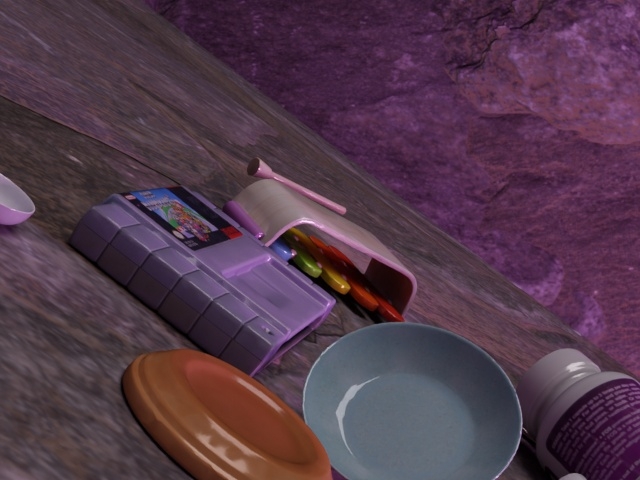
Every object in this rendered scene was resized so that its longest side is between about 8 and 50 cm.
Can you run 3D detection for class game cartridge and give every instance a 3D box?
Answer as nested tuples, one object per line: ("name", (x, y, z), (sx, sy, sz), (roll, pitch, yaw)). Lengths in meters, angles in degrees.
("game cartridge", (-0.110, 0.030, 1.363), (0.230, 0.068, 0.355), (42, 10, 5))

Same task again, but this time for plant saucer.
("plant saucer", (-0.065, 0.148, 1.021), (0.200, 0.037, 0.200), (36, 10, -8))
("plant saucer", (0.079, 0.157, 1.137), (0.195, 0.037, 0.195), (4, 47, -4))

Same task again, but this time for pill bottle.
("pill bottle", (0.375, 0.269, 1.595), (0.169, 0.169, 0.301), (27, 14, -45))

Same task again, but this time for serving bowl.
("serving bowl", (-0.293, -0.039, 1.128), (0.083, 0.027, 0.083), (35, 11, -8))

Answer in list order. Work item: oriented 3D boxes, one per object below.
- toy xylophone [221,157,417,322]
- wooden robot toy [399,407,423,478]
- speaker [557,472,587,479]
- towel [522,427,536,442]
("toy xylophone", (0.000, 0.000, 1.806), (0.322, 0.081, 0.236), (30, 12, -33))
("wooden robot toy", (0.039, 0.172, 1.193), (0.079, 0.076, 0.173), (21, 14, -20))
("speaker", (0.315, 0.326, 1.458), (0.055, 0.055, 0.136), (30, 11, -35))
("towel", (0.435, 0.336, 1.840), (0.317, 0.053, 0.332), (43, 12, 28))
